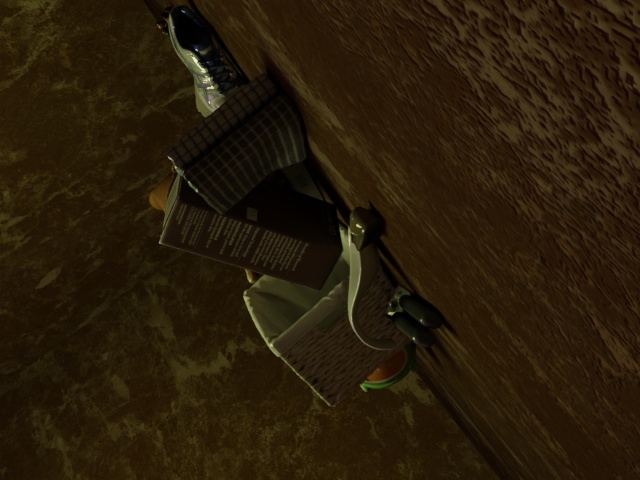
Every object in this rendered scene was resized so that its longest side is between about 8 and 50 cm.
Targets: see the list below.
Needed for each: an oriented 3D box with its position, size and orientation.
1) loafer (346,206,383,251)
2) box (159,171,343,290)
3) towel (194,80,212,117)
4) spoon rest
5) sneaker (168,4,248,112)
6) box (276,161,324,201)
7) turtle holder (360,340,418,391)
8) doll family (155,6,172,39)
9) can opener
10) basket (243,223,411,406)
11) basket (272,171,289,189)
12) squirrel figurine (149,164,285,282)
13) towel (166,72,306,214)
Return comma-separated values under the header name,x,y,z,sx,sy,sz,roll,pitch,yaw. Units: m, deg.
name,x,y,z,sx,sy,sz,roll,pitch,yaw
loafer,0.077,-0.024,1.181,0.050,0.056,0.148,54,167,13
box,-0.151,-0.039,1.513,0.382,0.143,0.191,19,-147,-19
towel,-0.272,-0.385,1.765,0.282,0.049,0.187,49,147,48
spoon rest,0.088,0.096,1.387,0.137,0.084,0.276,-152,49,-83
sneaker,-0.251,-0.390,1.504,0.296,0.112,0.131,52,175,3
box,-0.110,-0.222,1.781,0.322,0.058,0.232,53,177,34
turtle holder,0.147,0.261,1.972,0.227,0.244,0.320,58,-151,-52
doll family,-0.439,-0.635,2.002,0.111,0.076,0.193,49,-178,-20
can opener,0.201,0.157,1.385,0.095,0.075,0.283,21,-177,-11
basket,0.030,0.176,1.695,0.266,0.328,0.331,50,178,-24
basket,-0.133,-0.139,2.034,0.227,0.204,0.154,45,178,-6
squirrel figurine,-0.227,-0.070,1.769,0.370,0.281,0.397,52,166,-4
towel,-0.144,-0.164,1.262,0.121,0.235,0.283,48,177,7
